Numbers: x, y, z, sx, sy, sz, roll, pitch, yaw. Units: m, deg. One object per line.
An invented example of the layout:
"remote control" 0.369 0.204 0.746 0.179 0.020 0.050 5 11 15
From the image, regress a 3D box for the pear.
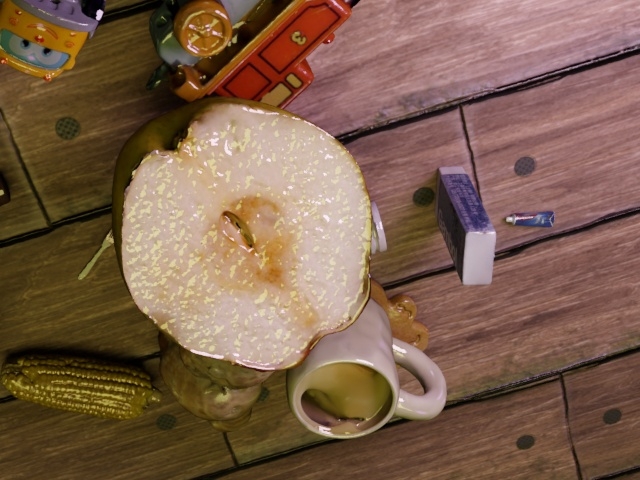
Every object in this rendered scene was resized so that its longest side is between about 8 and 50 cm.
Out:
"pear" -0.114 -0.026 1.547 0.340 0.191 0.387 -34 120 -5

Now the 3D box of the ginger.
"ginger" -0.157 0.162 1.772 0.256 0.176 0.375 31 142 18

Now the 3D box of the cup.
"cup" 0.071 0.182 1.786 0.255 0.202 0.173 -3 122 -1

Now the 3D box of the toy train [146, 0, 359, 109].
"toy train" -0.081 -0.308 1.534 0.369 0.163 0.231 -41 131 15

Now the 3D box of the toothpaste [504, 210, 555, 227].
"toothpaste" 0.338 -0.035 1.849 0.083 0.019 0.027 0 97 -11

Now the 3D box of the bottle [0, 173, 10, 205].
"bottle" -0.532 -0.050 1.667 0.164 0.060 0.060 -20 122 2

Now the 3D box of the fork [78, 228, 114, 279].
"fork" -0.343 0.021 1.770 0.016 0.012 0.115 34 111 -18

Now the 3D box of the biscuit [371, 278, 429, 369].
"biscuit" 0.077 0.138 1.900 0.166 0.036 0.225 -38 119 15

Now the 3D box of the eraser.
"eraser" 0.214 -0.025 1.719 0.046 0.212 0.092 -3 120 -6

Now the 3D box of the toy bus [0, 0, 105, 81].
"toy bus" -0.351 -0.301 1.466 0.126 0.210 0.136 20 126 -22

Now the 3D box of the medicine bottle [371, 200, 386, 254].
"medicine bottle" 0.000 0.000 1.760 0.191 0.107 0.107 -14 122 -1

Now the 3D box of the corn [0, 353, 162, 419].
"corn" -0.382 0.233 1.845 0.261 0.097 0.097 12 118 -13
